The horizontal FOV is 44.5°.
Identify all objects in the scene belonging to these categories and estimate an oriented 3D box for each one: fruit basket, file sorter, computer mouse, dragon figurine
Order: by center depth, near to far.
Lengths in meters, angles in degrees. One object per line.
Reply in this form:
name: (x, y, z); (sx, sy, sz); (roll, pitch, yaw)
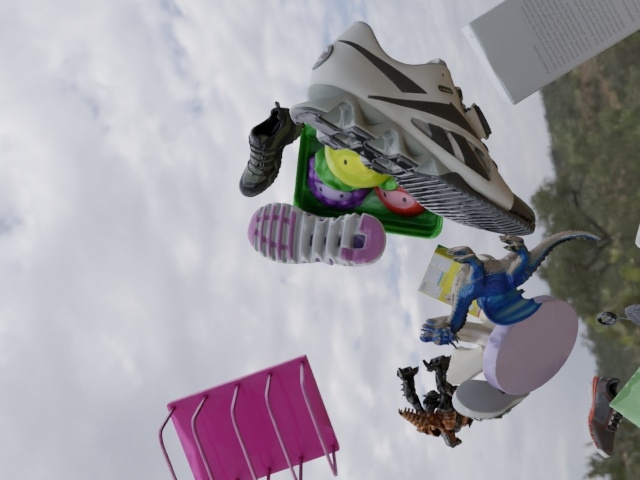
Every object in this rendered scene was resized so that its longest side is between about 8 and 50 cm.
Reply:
dragon figurine: (0.277, 0.072, 1.183); (0.085, 0.289, 0.144); (-109, 4, -76)
file sorter: (-0.130, 0.373, 1.460); (0.182, 0.291, 0.202); (-97, -12, -84)
fruit basket: (0.111, -0.161, 1.806); (0.392, 0.392, 0.282); (-9, -74, -69)
computer mouse: (0.850, 0.205, 2.160); (0.071, 0.242, 0.041); (37, -110, -12)

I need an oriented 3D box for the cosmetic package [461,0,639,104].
cosmetic package: (0.599, -0.547, 1.900); (0.230, 0.453, 0.161); (58, -170, -9)

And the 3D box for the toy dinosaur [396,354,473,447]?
toy dinosaur: (0.288, 0.400, 1.913); (0.322, 0.164, 0.218); (42, -148, -71)

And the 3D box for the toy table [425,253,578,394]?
toy table: (0.324, 0.166, 1.406); (0.274, 0.161, 0.252); (14, -84, -49)

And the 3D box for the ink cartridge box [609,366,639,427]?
ink cartridge box: (0.522, 0.171, 1.074); (0.056, 0.235, 0.171); (41, 179, -36)

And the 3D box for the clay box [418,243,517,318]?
clay box: (0.372, 0.113, 1.968); (0.053, 0.222, 0.127); (-51, -18, -58)

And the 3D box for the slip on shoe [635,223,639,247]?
slip on shoe: (0.613, -0.031, 1.242); (0.331, 0.101, 0.123); (-2, -67, -38)

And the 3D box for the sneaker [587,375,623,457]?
sneaker: (0.550, 0.332, 1.492); (0.061, 0.065, 0.157); (26, -122, -39)

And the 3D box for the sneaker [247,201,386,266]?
sneaker: (0.000, 0.000, 1.243); (0.104, 0.236, 0.095); (23, -104, -69)

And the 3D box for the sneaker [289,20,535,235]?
sneaker: (0.136, -0.120, 0.870); (0.330, 0.122, 0.146); (32, -105, -27)

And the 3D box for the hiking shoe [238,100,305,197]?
hiking shoe: (-0.134, -0.206, 1.755); (0.114, 0.086, 0.227); (22, -79, -53)

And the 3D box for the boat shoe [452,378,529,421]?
boat shoe: (0.305, 0.299, 1.430); (0.219, 0.070, 0.078); (1, -141, -46)
